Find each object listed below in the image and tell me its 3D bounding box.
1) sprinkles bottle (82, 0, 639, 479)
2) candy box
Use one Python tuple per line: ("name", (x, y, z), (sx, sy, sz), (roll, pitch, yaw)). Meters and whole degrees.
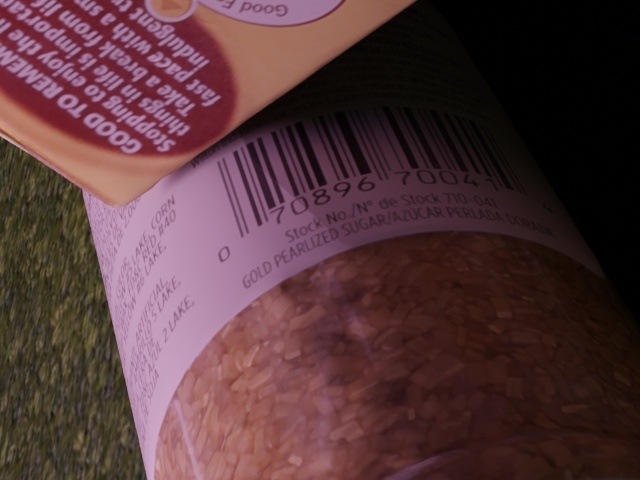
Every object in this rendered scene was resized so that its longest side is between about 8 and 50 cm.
("sprinkles bottle", (0.000, 0.000, 0.500), (0.121, 0.121, 0.355), (-64, 25, 24))
("candy box", (0.038, -0.166, 0.417), (0.316, 0.087, 0.183), (-33, 40, 25))
